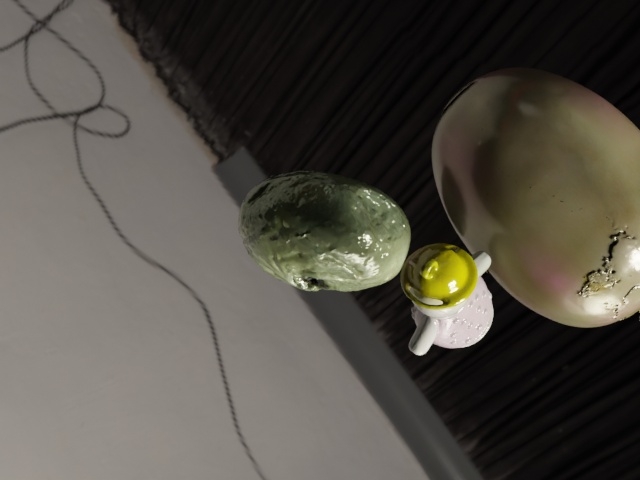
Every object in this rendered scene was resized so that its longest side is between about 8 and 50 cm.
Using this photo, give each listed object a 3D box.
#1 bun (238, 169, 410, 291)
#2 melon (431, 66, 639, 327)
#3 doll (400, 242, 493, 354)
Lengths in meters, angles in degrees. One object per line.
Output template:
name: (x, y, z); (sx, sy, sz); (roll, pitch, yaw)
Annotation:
bun: (0.002, 0.000, 1.198); (0.221, 0.221, 0.108); (28, 62, -16)
melon: (0.259, -0.048, 1.060); (0.223, 0.223, 0.317); (-18, 66, -44)
doll: (0.128, 0.058, 0.987); (0.081, 0.129, 0.207); (35, -6, 25)
